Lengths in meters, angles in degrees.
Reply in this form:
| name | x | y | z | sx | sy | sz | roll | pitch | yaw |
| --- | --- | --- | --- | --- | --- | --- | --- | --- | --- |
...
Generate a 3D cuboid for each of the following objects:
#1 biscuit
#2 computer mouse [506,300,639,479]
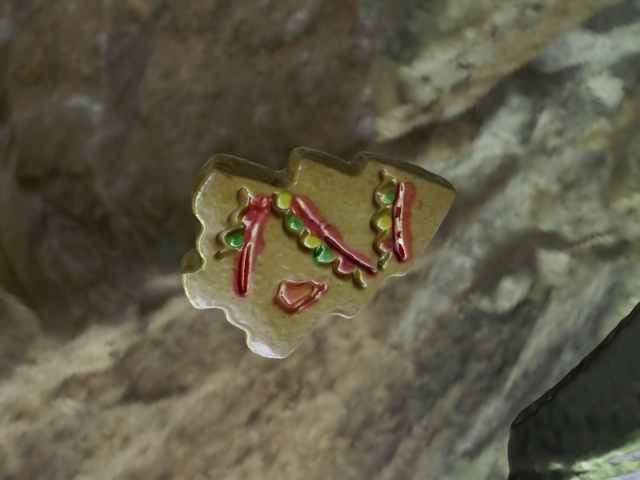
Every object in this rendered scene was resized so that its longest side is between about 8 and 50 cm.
| name | x | y | z | sx | sy | sz | roll | pitch | yaw |
| --- | --- | --- | --- | --- | --- | --- | --- | --- | --- |
| biscuit | 0.000 | 0.000 | 1.193 | 0.041 | 0.239 | 0.212 | -110 | 1 | -54 |
| computer mouse | 0.174 | 0.052 | 0.528 | 0.147 | 0.088 | 0.264 | -1 | -31 | -29 |
